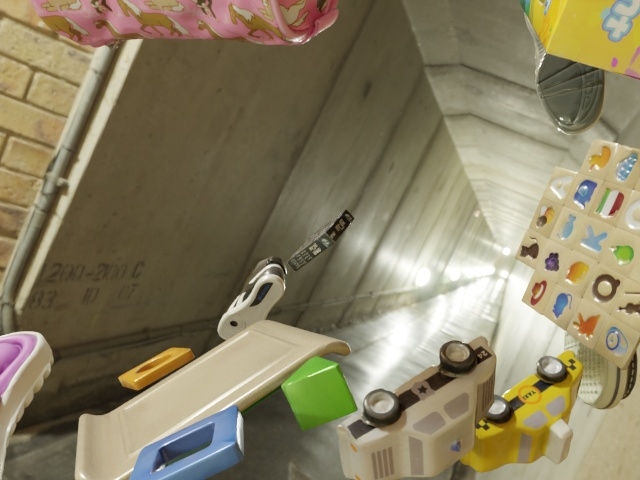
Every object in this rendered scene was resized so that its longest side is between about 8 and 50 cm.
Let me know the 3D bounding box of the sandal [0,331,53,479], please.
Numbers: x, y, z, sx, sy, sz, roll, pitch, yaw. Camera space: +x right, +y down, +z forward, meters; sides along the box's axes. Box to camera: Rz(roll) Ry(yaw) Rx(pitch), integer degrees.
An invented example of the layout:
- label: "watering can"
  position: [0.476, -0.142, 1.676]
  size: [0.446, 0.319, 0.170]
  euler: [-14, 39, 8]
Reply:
- label: "sandal"
  position: [-0.369, 0.170, 0.535]
  size: [0.170, 0.102, 0.416]
  euler: [-18, 18, -7]

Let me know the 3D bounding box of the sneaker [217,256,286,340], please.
- label: "sneaker"
  position: [-0.140, 0.123, 1.299]
  size: [0.079, 0.217, 0.121]
  euler: [35, 30, -16]

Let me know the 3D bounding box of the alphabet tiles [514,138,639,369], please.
- label: "alphabet tiles"
  position: [0.416, 0.007, 0.856]
  size: [0.011, 0.285, 0.342]
  euler: [14, 14, -22]

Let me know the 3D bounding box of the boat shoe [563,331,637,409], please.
- label: "boat shoe"
  position: [0.533, 0.102, 1.061]
  size: [0.156, 0.186, 0.500]
  euler: [15, 35, 15]

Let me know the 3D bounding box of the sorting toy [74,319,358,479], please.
- label: "sorting toy"
  position: [-0.087, 0.127, 0.469]
  size: [0.196, 0.047, 0.348]
  euler: [-26, 7, -20]

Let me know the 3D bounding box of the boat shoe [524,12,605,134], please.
- label: "boat shoe"
  position: [0.464, -0.332, 1.127]
  size: [0.118, 0.320, 0.103]
  euler: [-19, -30, 25]

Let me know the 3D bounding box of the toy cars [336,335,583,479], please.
- label: "toy cars"
  position: [0.188, 0.201, 0.647]
  size: [0.394, 0.176, 0.087]
  euler: [15, 18, -42]

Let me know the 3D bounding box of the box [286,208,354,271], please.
- label: "box"
  position: [0.000, 0.000, 0.769]
  size: [0.018, 0.083, 0.067]
  euler: [48, 39, -6]

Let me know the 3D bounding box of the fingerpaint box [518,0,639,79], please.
- label: "fingerpaint box"
  position: [0.416, -0.470, 0.735]
  size: [0.163, 0.444, 0.371]
  euler: [16, 33, 3]

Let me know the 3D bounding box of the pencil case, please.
- label: "pencil case"
  position: [-0.168, -0.317, 0.704]
  size: [0.386, 0.160, 0.167]
  euler: [9, -12, 27]
